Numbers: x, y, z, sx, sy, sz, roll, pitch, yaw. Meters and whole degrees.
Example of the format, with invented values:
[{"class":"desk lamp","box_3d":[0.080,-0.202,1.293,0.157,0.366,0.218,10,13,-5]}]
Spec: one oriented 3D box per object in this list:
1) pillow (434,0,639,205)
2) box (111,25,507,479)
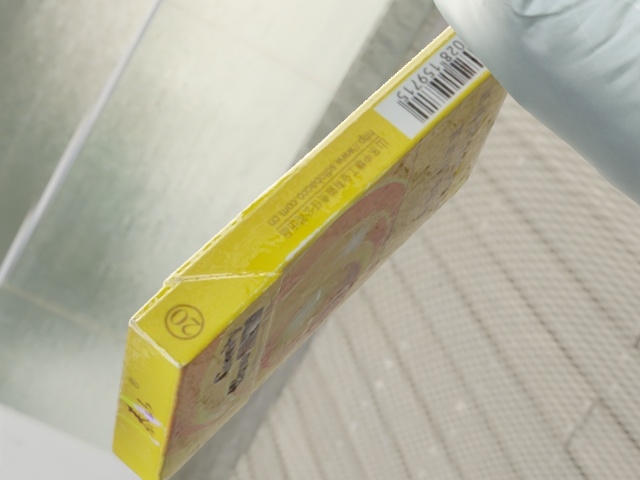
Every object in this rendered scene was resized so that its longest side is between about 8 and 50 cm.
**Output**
[{"class":"pillow","box_3d":[0.156,-0.044,0.671,0.078,0.254,0.144,-52,7,-16]},{"class":"box","box_3d":[0.000,0.000,0.842,0.269,0.043,0.152,-43,-16,-29]}]
